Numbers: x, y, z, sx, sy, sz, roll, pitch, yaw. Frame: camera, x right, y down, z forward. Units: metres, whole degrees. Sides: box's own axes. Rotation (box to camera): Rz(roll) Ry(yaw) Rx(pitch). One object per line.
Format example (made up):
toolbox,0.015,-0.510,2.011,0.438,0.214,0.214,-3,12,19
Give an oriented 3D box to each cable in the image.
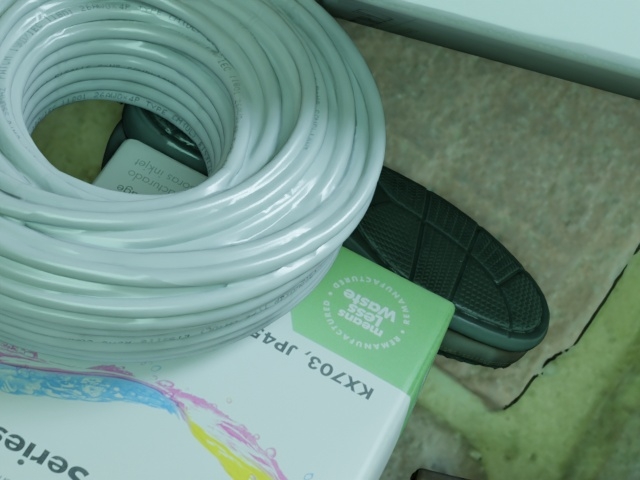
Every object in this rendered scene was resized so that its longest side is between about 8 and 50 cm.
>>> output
cable,-0.101,-0.051,0.934,0.257,0.089,0.257,38,53,17

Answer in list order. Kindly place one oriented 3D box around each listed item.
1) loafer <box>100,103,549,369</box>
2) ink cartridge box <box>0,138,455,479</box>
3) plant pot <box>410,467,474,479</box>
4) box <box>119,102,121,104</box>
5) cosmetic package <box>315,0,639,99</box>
loafer,0.000,0.000,1.062,0.268,0.096,0.084,31,129,-4
ink cartridge box,-0.098,0.136,0.918,0.207,0.119,0.353,27,50,5
plant pot,0.113,0.210,1.050,0.165,0.167,0.167,17,93,3
box,-0.155,-0.185,1.047,0.207,0.036,0.114,40,91,-7
cosmetic package,0.235,-0.142,0.988,0.453,0.230,0.161,15,94,-5
